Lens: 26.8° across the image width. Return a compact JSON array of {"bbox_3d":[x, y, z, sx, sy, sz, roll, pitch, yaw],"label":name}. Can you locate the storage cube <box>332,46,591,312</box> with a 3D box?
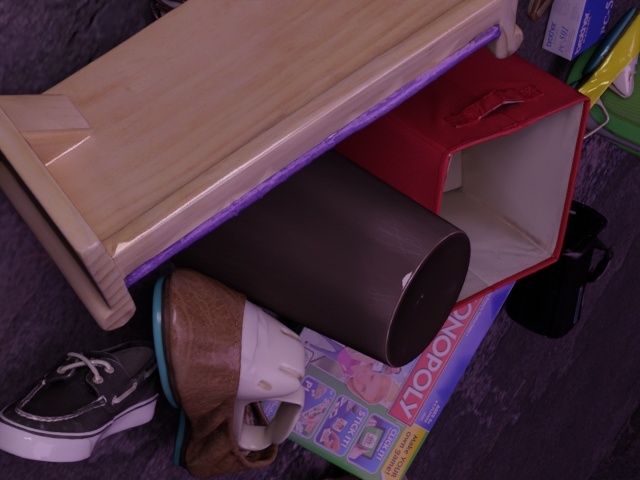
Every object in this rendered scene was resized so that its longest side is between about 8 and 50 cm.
[{"bbox_3d":[0.110,-0.071,1.269,0.183,0.193,0.215,-23,135,-32],"label":"storage cube"}]

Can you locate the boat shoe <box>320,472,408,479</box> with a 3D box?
[{"bbox_3d":[0.054,0.339,1.735,0.116,0.123,0.324,-64,162,-13],"label":"boat shoe"}]

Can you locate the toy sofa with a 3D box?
[{"bbox_3d":[-0.041,-0.101,0.925,0.362,0.150,0.177,-35,157,-13],"label":"toy sofa"}]

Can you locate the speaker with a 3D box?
[{"bbox_3d":[0.479,-0.164,1.800,0.131,0.296,0.131,-43,149,-34],"label":"speaker"}]

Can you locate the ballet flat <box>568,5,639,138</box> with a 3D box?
[{"bbox_3d":[0.360,-0.196,1.751,0.231,0.077,0.077,-49,-176,2],"label":"ballet flat"}]

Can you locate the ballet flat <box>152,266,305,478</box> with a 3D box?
[{"bbox_3d":[-0.075,0.126,1.184,0.342,0.124,0.116,93,1,-57],"label":"ballet flat"}]

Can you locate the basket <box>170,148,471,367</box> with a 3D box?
[{"bbox_3d":[0.000,0.000,1.145,0.154,0.227,0.204,-49,151,-25],"label":"basket"}]

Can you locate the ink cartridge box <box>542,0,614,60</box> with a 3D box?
[{"bbox_3d":[0.335,-0.335,1.652,0.097,0.046,0.207,-36,145,-42],"label":"ink cartridge box"}]

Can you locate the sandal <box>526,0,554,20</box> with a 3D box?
[{"bbox_3d":[0.253,-0.334,1.506,0.072,0.049,0.180,10,92,-70],"label":"sandal"}]

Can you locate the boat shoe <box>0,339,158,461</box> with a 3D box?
[{"bbox_3d":[-0.194,0.122,1.084,0.219,0.077,0.070,-19,125,-72],"label":"boat shoe"}]

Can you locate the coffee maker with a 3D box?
[{"bbox_3d":[0.331,0.049,1.978,0.171,0.120,0.178,-18,134,-24],"label":"coffee maker"}]

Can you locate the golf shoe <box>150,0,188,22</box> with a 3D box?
[{"bbox_3d":[-0.092,-0.178,0.971,0.198,0.077,0.094,5,111,-62],"label":"golf shoe"}]

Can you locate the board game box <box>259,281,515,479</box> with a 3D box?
[{"bbox_3d":[0.074,0.094,1.464,0.213,0.046,0.317,33,85,-29],"label":"board game box"}]
